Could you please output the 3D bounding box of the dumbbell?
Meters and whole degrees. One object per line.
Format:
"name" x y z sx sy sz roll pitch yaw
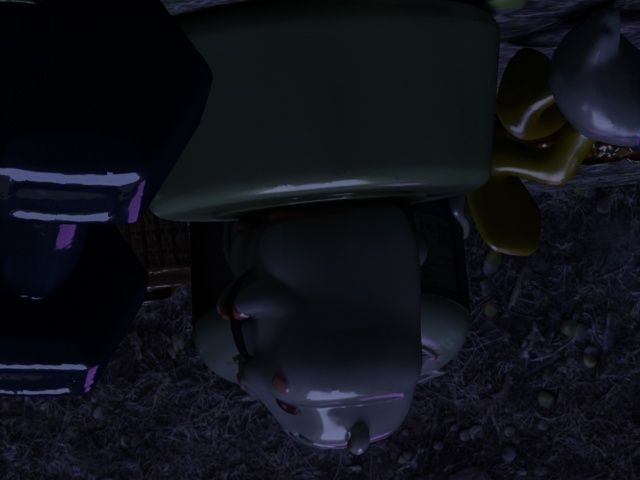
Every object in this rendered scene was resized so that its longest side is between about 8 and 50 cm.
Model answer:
"dumbbell" -0.168 -0.024 0.942 0.144 0.160 0.325 29 147 0

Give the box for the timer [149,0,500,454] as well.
"timer" 0.000 0.000 1.145 0.291 0.315 0.291 -4 177 0

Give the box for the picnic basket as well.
"picnic basket" -0.304 0.003 2.028 0.228 0.175 0.313 -5 178 -18

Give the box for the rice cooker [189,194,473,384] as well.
"rice cooker" 0.009 -0.004 1.504 0.288 0.277 0.288 -1 161 0

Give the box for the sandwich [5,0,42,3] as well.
"sandwich" -0.166 -0.159 0.691 0.074 0.074 0.116 -5 -150 -24

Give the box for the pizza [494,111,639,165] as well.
"pizza" 0.263 -0.126 1.723 0.226 0.069 0.147 -1 -163 -22

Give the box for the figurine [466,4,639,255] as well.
"figurine" 0.321 -0.097 1.193 0.283 0.204 0.338 26 147 -30
